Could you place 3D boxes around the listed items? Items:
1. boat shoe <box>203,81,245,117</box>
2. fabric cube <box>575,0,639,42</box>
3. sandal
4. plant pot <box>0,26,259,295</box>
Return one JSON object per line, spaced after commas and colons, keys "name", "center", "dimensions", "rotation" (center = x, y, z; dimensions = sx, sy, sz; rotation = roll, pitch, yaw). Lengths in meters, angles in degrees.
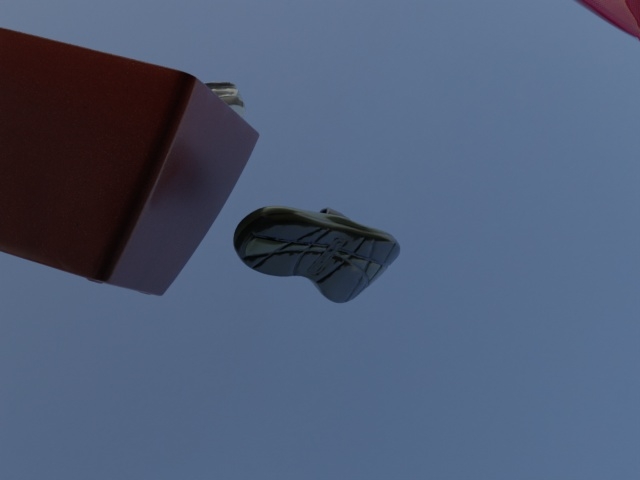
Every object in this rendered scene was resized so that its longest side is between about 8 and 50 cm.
{"name": "boat shoe", "center": [-0.200, -0.192, 1.407], "dimensions": [0.184, 0.066, 0.063], "rotation": [-11, -123, -9]}
{"name": "fabric cube", "center": [0.314, -0.291, 0.826], "dimensions": [0.254, 0.259, 0.258], "rotation": [15, -153, -44]}
{"name": "sandal", "center": [0.000, -0.001, 1.269], "dimensions": [0.303, 0.120, 0.086], "rotation": [24, -153, -52]}
{"name": "plant pot", "center": [-0.258, -0.075, 1.169], "dimensions": [0.267, 0.267, 0.236], "rotation": [15, -94, 14]}
